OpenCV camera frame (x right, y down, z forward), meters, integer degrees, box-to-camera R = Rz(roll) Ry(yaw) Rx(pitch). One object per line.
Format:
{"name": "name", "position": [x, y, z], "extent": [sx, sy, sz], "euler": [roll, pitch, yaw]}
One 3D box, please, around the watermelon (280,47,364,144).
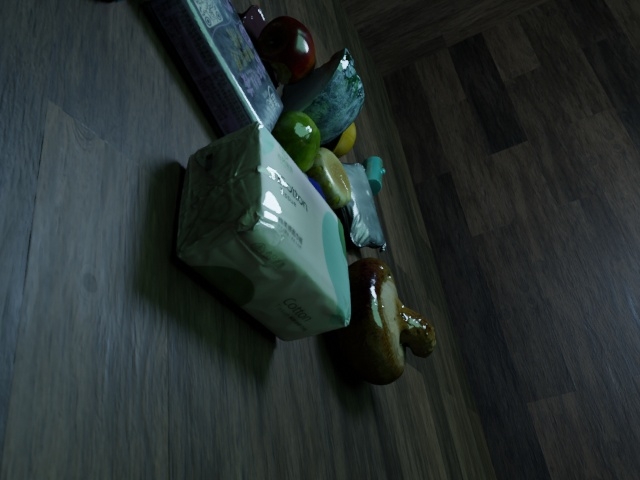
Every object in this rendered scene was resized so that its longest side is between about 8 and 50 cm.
{"name": "watermelon", "position": [0.000, -0.401, 1.658], "extent": [0.214, 0.320, 0.290], "euler": [45, 19, 27]}

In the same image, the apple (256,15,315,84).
{"name": "apple", "position": [-0.082, -0.501, 1.530], "extent": [0.156, 0.147, 0.158], "euler": [56, 12, 23]}

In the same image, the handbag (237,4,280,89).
{"name": "handbag", "position": [-0.181, -0.534, 1.612], "extent": [0.203, 0.074, 0.216], "euler": [58, 23, -32]}

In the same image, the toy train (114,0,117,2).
{"name": "toy train", "position": [-0.318, -0.513, 1.053], "extent": [0.112, 0.163, 0.203], "euler": [64, 20, -21]}

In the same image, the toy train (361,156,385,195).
{"name": "toy train", "position": [0.170, -0.227, 2.142], "extent": [0.101, 0.159, 0.248], "euler": [55, 24, -24]}

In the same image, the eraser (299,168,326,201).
{"name": "eraser", "position": [-0.082, -0.108, 1.388], "extent": [0.332, 0.102, 0.155], "euler": [26, 45, -66]}

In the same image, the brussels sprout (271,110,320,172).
{"name": "brussels sprout", "position": [-0.073, -0.253, 1.493], "extent": [0.181, 0.144, 0.161], "euler": [-42, 126, -69]}

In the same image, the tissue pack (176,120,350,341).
{"name": "tissue pack", "position": [-0.090, -0.001, 1.097], "extent": [0.356, 0.194, 0.266], "euler": [49, 28, -46]}

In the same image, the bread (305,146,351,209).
{"name": "bread", "position": [0.014, -0.182, 1.728], "extent": [0.213, 0.105, 0.213], "euler": [49, 28, -39]}

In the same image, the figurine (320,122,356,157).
{"name": "figurine", "position": [0.013, -0.376, 1.842], "extent": [0.257, 0.167, 0.192], "euler": [52, 36, -39]}

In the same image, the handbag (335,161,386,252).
{"name": "handbag", "position": [0.122, -0.115, 1.940], "extent": [0.192, 0.075, 0.332], "euler": [-2, 72, -49]}

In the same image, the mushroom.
{"name": "mushroom", "position": [0.137, 0.211, 1.523], "extent": [0.345, 0.239, 0.345], "euler": [54, 3, -4]}

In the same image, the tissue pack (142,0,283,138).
{"name": "tissue pack", "position": [-0.218, -0.402, 1.301], "extent": [0.361, 0.122, 0.259], "euler": [63, 21, -25]}
